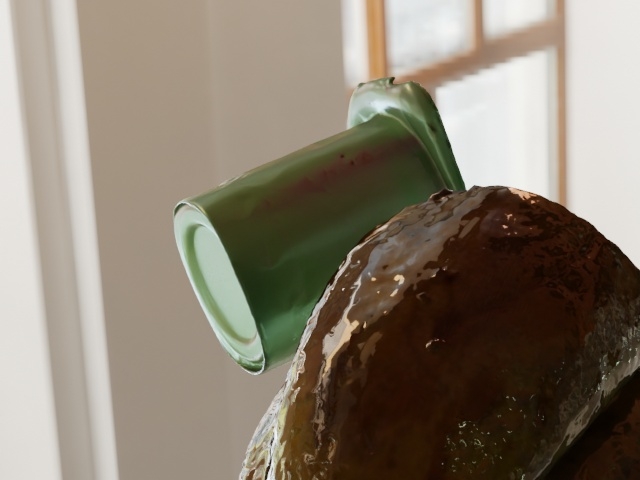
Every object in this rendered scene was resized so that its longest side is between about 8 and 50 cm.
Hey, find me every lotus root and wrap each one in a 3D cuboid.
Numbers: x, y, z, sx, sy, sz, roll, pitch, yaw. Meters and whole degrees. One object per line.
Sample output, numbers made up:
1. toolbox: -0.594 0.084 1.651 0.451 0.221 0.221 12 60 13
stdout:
1. lotus root: 0.057 0.101 0.740 0.188 0.199 0.180 33 -148 7

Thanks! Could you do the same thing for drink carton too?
1. drink carton: 0.000 0.000 1.028 0.142 0.146 0.144 -25 -171 -16
